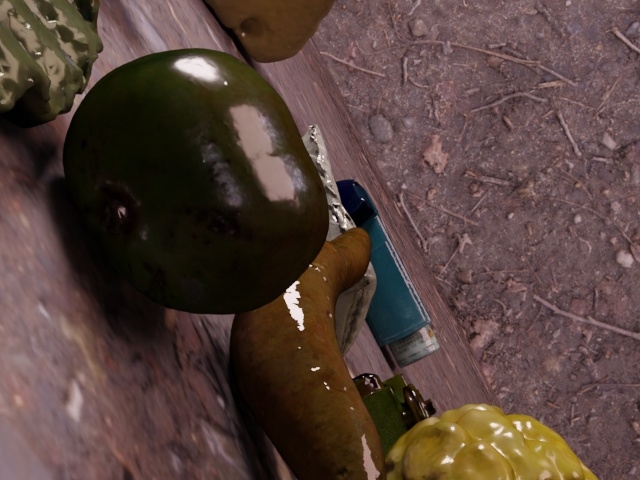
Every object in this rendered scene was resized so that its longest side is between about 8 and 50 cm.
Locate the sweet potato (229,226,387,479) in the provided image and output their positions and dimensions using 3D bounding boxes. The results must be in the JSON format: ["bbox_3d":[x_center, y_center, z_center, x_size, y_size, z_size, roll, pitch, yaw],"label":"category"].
[{"bbox_3d":[-0.010,0.063,0.632,0.108,0.079,0.346,38,25,-17],"label":"sweet potato"}]

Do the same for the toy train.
[{"bbox_3d":[0.086,0.220,0.752,0.137,0.090,0.226,56,9,-70],"label":"toy train"}]

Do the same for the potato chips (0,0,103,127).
[{"bbox_3d":[-0.232,-0.227,0.379,0.429,0.070,0.358,57,9,-29],"label":"potato chips"}]

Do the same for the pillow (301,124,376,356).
[{"bbox_3d":[0.000,0.000,0.882,0.128,0.050,0.229,113,-31,-42],"label":"pillow"}]

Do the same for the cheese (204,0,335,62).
[{"bbox_3d":[-0.093,-0.445,1.196,0.384,0.384,0.104,50,10,-52],"label":"cheese"}]

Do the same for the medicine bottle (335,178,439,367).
[{"bbox_3d":[0.073,0.044,1.179,0.258,0.079,0.124,63,6,3],"label":"medicine bottle"}]

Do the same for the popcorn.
[{"bbox_3d":[0.092,0.219,0.558,0.200,0.203,0.226,55,-31,14],"label":"popcorn"}]

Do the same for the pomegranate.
[{"bbox_3d":[-0.071,-0.026,0.528,0.152,0.131,0.191,63,-9,4],"label":"pomegranate"}]
